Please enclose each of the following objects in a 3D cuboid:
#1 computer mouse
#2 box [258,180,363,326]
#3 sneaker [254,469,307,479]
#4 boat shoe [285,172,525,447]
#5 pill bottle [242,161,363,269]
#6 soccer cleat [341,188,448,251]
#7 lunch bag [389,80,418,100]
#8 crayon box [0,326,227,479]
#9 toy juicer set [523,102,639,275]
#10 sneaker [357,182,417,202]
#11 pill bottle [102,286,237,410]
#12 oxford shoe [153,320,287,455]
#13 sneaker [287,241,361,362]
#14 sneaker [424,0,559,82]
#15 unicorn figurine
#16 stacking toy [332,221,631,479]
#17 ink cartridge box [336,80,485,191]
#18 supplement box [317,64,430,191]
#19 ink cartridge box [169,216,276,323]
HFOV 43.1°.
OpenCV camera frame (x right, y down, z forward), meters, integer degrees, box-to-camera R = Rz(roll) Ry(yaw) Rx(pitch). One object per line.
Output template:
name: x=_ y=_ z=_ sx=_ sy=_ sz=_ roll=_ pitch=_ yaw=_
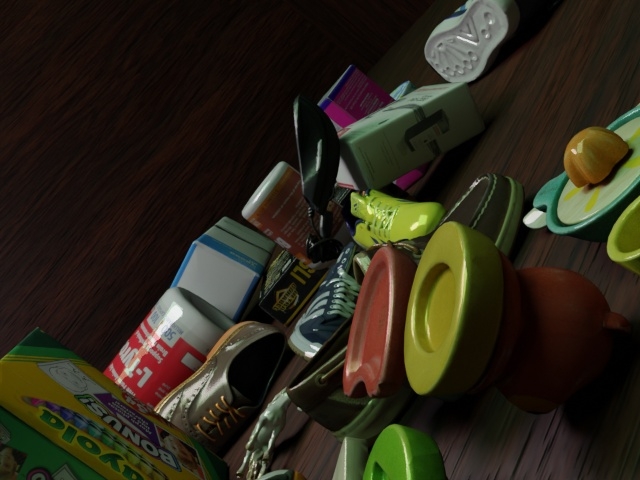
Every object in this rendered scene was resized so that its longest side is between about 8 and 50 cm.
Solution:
computer mouse: x=0.010 y=-0.090 z=1.261 sx=0.184 sy=0.060 sz=0.262 roll=37 pitch=-132 yaw=-78
box: x=0.000 y=0.000 z=1.658 sx=0.322 sy=0.079 sz=0.257 roll=-51 pitch=7 yaw=7
sneaker: x=-0.103 y=0.329 z=0.854 sx=0.262 sy=0.099 sz=0.121 roll=-50 pitch=5 yaw=10
boat shoe: x=0.088 y=0.050 z=0.860 sx=0.342 sy=0.123 sz=0.123 roll=-54 pitch=9 yaw=-7
pill bottle: x=-0.018 y=-0.027 z=1.400 sx=0.121 sy=0.216 sz=0.121 roll=-51 pitch=8 yaw=10
soccer cleat: x=0.093 y=-0.024 z=1.131 sx=0.093 sy=0.121 sz=0.289 roll=-54 pitch=9 yaw=-6
lunch bag: x=0.148 y=-0.243 z=1.811 sx=0.219 sy=0.090 sz=0.176 roll=-57 pitch=9 yaw=-27
crayon box: x=-0.292 y=0.289 z=1.078 sx=0.106 sy=0.363 sz=0.313 roll=-52 pitch=9 yaw=0
toy juicer set: x=0.257 y=-0.082 z=0.639 sx=0.209 sy=0.089 sz=0.329 roll=-52 pitch=9 yaw=6
sneaker: x=0.100 y=-0.070 z=1.410 sx=0.084 sy=0.083 sz=0.215 roll=-55 pitch=8 yaw=-9
pill bottle: x=-0.324 y=0.312 z=1.587 sx=0.407 sy=0.229 sz=0.229 roll=-53 pitch=9 yaw=-1
oxford shoe: x=-0.184 y=0.282 z=1.343 sx=0.363 sy=0.130 sz=0.133 roll=-57 pitch=18 yaw=-20
sneaker: x=0.040 y=0.090 z=1.038 sx=0.153 sy=0.099 sz=0.282 roll=-54 pitch=6 yaw=1
sneaker: x=0.347 y=-0.441 z=1.536 sx=0.236 sy=0.130 sz=0.323 roll=-45 pitch=2 yaw=-17
unicorn figurine: x=-0.063 y=0.248 z=1.058 sx=0.162 sy=0.060 sz=0.111 roll=-44 pitch=13 yaw=41
stacking toy: x=0.108 y=0.138 z=0.652 sx=0.309 sy=0.130 sz=0.279 roll=170 pitch=111 yaw=-81
ink cartridge box: x=0.130 y=-0.169 z=1.304 sx=0.218 sy=0.092 sz=0.158 roll=-28 pitch=15 yaw=-13
supplement box: x=0.094 y=-0.194 z=1.477 sx=0.111 sy=0.220 sz=0.114 roll=-40 pitch=14 yaw=52
ink cartridge box: x=-0.249 y=0.124 z=1.897 sx=0.285 sy=0.166 sz=0.395 roll=-62 pitch=2 yaw=10
